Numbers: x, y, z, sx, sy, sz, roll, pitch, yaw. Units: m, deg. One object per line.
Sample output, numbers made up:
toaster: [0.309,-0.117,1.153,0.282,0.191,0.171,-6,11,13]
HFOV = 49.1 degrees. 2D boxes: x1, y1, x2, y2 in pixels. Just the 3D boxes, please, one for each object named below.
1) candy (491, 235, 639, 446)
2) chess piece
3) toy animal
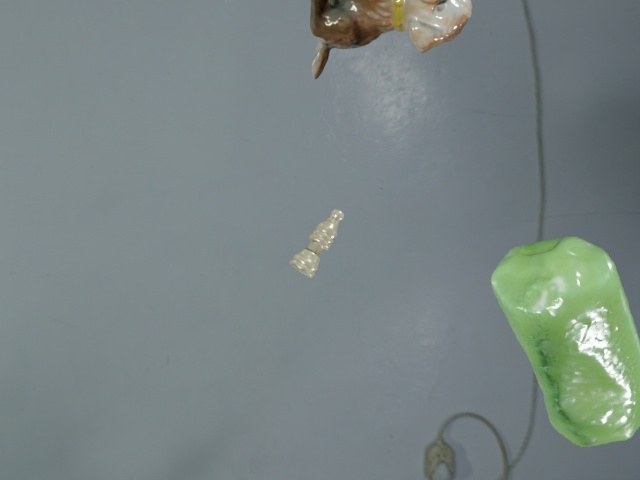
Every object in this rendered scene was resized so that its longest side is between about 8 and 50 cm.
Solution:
candy: [0.329,0.138,0.899,0.142,0.132,0.343,-33,128,-2]
chess piece: [0.000,0.000,0.888,0.035,0.035,0.092,34,81,-5]
toy animal: [0.083,-0.261,0.857,0.185,0.104,0.184,17,129,7]
